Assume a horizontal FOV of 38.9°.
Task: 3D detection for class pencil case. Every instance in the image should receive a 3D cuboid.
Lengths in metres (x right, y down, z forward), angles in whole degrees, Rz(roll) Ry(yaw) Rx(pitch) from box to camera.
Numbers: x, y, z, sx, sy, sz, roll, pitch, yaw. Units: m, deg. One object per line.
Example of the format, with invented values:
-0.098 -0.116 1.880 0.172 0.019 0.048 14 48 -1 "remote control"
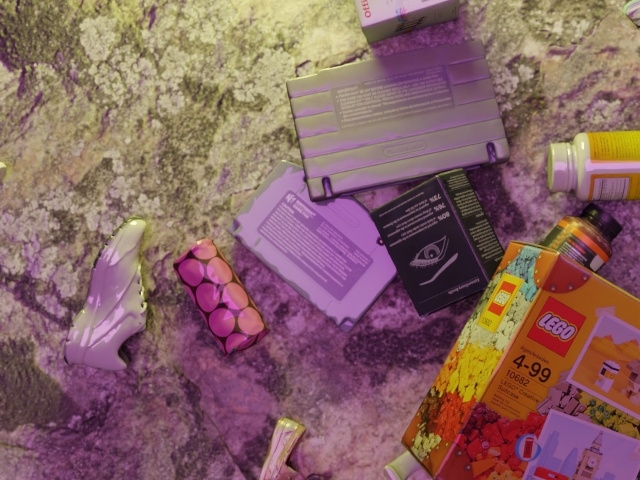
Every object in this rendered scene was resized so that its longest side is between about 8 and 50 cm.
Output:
-0.184 0.104 1.632 0.098 0.095 0.209 -35 81 22 "pencil case"

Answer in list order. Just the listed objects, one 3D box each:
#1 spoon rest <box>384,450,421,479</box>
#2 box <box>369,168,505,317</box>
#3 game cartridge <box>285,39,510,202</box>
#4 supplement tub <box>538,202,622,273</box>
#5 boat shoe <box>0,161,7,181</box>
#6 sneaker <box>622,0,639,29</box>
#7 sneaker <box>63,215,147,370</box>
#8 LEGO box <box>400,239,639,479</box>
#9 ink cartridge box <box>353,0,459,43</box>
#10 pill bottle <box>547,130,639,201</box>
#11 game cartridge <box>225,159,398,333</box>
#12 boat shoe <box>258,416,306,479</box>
0.233 0.338 1.578 0.276 0.084 0.137 -31 85 -8 "spoon rest"
0.206 0.004 1.541 0.153 0.108 0.207 -28 85 34 "box"
0.133 -0.212 1.589 0.355 0.068 0.230 -12 78 -1 "game cartridge"
0.419 0.031 1.538 0.106 0.106 0.198 42 95 7 "supplement tub"
-0.676 -0.096 1.723 0.184 0.066 0.063 -42 84 14 "boat shoe"
0.581 -0.403 1.568 0.098 0.038 0.069 -36 85 15 "sneaker"
-0.368 0.100 1.662 0.129 0.111 0.297 19 95 -7 "sneaker"
0.439 0.284 1.402 0.500 0.193 0.372 29 90 -12 "LEGO box"
0.143 -0.438 1.582 0.176 0.127 0.128 -14 87 7 "ink cartridge box"
0.496 -0.125 1.527 0.215 0.117 0.117 -1 88 8 "pill bottle"
0.000 0.000 1.626 0.294 0.060 0.196 41 97 7 "game cartridge"
-0.069 0.404 1.615 0.059 0.063 0.170 15 89 14 "boat shoe"
